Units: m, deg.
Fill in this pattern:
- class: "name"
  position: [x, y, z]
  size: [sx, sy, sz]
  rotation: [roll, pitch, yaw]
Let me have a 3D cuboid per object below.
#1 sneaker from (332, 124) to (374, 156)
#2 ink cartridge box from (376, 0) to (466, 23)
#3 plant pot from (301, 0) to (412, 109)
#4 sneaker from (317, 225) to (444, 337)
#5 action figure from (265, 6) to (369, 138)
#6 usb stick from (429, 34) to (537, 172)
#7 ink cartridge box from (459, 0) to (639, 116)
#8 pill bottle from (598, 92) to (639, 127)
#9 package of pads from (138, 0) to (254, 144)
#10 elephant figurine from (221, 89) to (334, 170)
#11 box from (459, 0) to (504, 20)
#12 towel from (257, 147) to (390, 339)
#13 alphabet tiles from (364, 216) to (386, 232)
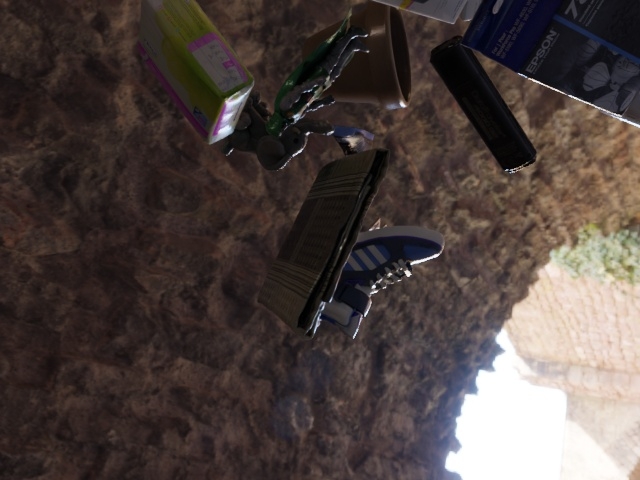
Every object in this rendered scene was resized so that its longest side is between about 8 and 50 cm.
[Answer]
- class: "sneaker"
  position: [0.096, -0.287, 1.651]
  size: [0.232, 0.082, 0.090]
  rotation: [-3, -75, -61]
- class: "ink cartridge box"
  position: [0.151, -0.492, 1.012]
  size: [0.213, 0.154, 0.093]
  rotation: [3, -47, -30]
- class: "plant pot"
  position: [0.085, -0.437, 1.340]
  size: [0.263, 0.230, 0.262]
  rotation: [-4, -90, -70]
- class: "sneaker"
  position: [0.115, 0.103, 1.229]
  size: [0.130, 0.323, 0.236]
  rotation: [54, -145, -61]
- class: "action figure"
  position: [-0.010, -0.264, 0.936]
  size: [0.232, 0.063, 0.137]
  rotation: [-49, -16, -4]
- class: "usb stick"
  position: [0.298, -0.243, 1.009]
  size: [0.278, 0.077, 0.045]
  rotation: [50, -132, -17]
- class: "ink cartridge box"
  position: [0.371, -0.298, 0.795]
  size: [0.333, 0.065, 0.165]
  rotation: [8, -57, -30]
- class: "pill bottle"
  position: [0.713, -0.284, 1.137]
  size: [0.131, 0.229, 0.131]
  rotation: [-59, -12, -21]
- class: "package of pads"
  position: [-0.284, -0.390, 1.225]
  size: [0.101, 0.229, 0.296]
  rotation: [-37, -91, -26]
- class: "elephant figurine"
  position: [-0.115, -0.265, 1.448]
  size: [0.240, 0.186, 0.169]
  rotation: [31, -105, -3]
- class: "box"
  position: [0.412, -0.631, 1.372]
  size: [0.091, 0.171, 0.130]
  rotation: [84, 170, -52]
- class: "towel"
  position: [0.000, 0.000, 0.951]
  size: [0.056, 0.324, 0.312]
  rotation: [27, -95, -15]
- class: "alphabet tiles"
  position: [0.156, 0.031, 1.802]
  size: [0.198, 0.009, 0.237]
  rotation: [-47, -24, -23]
